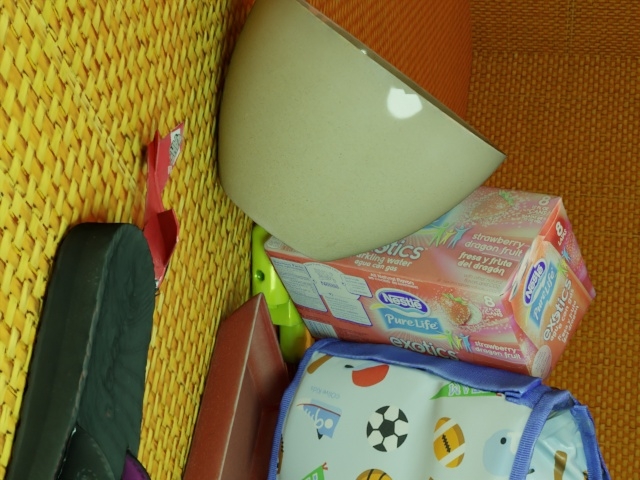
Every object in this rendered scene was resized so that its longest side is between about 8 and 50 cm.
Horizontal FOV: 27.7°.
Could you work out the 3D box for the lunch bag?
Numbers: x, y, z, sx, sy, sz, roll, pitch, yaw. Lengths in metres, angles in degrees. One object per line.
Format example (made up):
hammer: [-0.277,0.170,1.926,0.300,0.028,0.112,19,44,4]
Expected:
lunch bag: [0.117,0.306,1.333,0.239,0.328,0.385,-10,103,-46]

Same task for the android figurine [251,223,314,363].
android figurine: [0.000,0.000,1.508,0.248,0.056,0.272,-12,107,-54]

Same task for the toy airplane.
toy airplane: [-0.127,-0.023,1.018,0.151,0.028,0.151,-173,-90,-78]

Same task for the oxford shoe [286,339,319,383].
oxford shoe: [-0.021,0.097,1.617,0.076,0.076,0.212,172,-80,-70]

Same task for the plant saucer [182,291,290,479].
plant saucer: [-0.085,0.223,1.337,0.259,0.048,0.258,79,18,-56]

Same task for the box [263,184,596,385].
box: [0.112,0.032,1.359,0.142,0.300,0.154,-54,134,-29]

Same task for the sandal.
sandal: [-0.143,0.203,0.863,0.167,0.107,0.445,58,37,-73]

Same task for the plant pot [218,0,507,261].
plant pot: [0.010,-0.092,1.253,0.191,0.284,0.284,-53,173,9]
